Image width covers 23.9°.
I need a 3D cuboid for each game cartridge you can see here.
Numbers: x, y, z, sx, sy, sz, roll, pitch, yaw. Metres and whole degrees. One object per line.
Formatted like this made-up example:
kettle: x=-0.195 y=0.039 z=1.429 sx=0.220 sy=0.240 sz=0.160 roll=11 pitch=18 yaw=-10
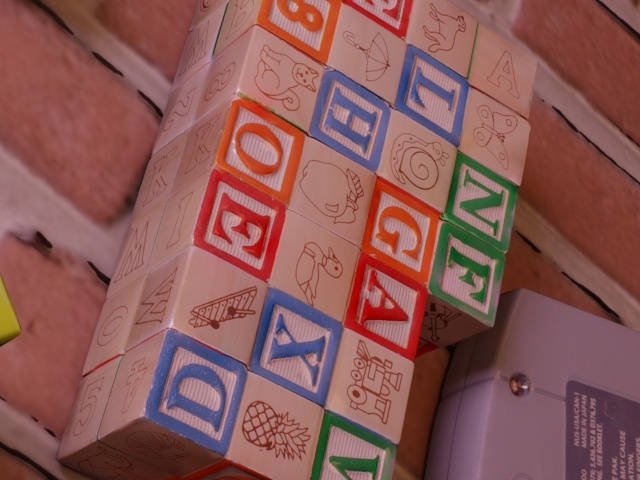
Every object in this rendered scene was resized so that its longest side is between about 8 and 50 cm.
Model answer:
game cartridge: x=0.142 y=0.181 z=0.805 sx=0.196 sy=0.060 sz=0.294 roll=23 pitch=58 yaw=-31

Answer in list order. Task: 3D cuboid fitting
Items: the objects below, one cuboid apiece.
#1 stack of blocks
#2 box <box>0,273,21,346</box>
stack of blocks: x=0.000 y=0.000 z=0.755 sx=0.171 sy=0.087 sz=0.297 roll=29 pitch=56 yaw=-24
box: x=-0.214 y=0.053 z=0.560 sx=0.178 sy=0.109 sz=0.042 roll=-17 pitch=83 yaw=-40
